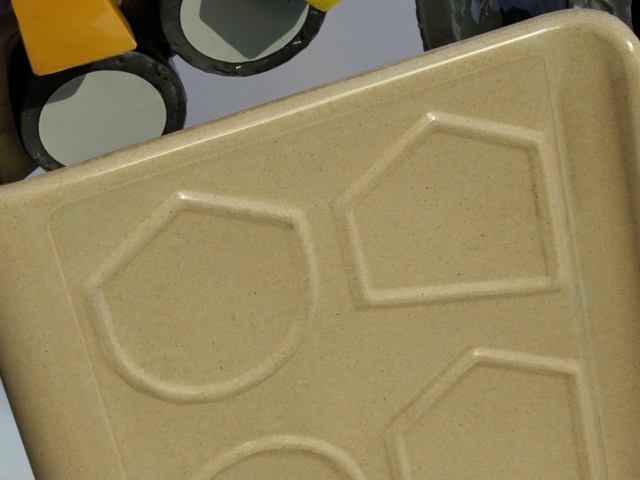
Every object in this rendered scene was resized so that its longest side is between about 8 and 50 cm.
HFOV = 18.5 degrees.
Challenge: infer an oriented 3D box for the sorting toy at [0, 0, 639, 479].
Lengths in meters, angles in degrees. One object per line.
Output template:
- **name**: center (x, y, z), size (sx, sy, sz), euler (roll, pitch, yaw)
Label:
- **sorting toy**: center (0.000, 0.000, 0.655), size (0.041, 0.229, 0.307), euler (-116, -169, -59)

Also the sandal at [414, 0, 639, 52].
- **sandal**: center (0.168, -0.076, 1.184), size (0.107, 0.167, 0.446), euler (-4, -47, 28)

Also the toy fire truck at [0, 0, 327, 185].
- **toy fire truck**: center (-0.142, -0.104, 0.610), size (0.246, 0.217, 0.158), euler (40, 21, -40)
